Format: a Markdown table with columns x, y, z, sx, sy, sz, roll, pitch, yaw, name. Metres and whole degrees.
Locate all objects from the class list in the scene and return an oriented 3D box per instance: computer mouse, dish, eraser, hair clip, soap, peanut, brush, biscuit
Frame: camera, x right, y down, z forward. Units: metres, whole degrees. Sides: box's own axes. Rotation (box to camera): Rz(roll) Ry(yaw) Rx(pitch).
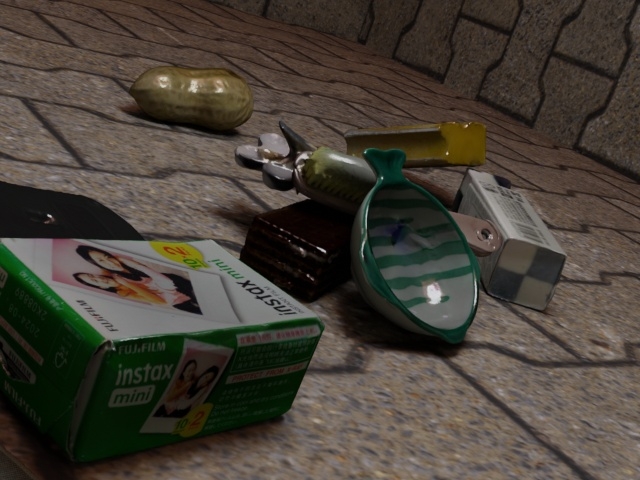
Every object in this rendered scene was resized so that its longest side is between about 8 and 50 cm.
| x | y | z | sx | sy | sz | roll | pitch | yaw | name |
| --- | --- | --- | --- | --- | --- | --- | --- | --- | --- |
| -0.271 | 0.011 | 0.818 | 0.137 | 0.086 | 0.269 | 42 | 19 | 31 | computer mouse |
| 0.092 | 0.017 | 1.096 | 0.224 | 0.078 | 0.246 | -5 | 70 | -48 | dish |
| 0.287 | -0.016 | 1.476 | 0.098 | 0.096 | 0.404 | 17 | 17 | -5 | eraser |
| 0.011 | -0.094 | 1.242 | 0.257 | 0.075 | 0.146 | 20 | 18 | -21 | hair clip |
| 0.190 | -0.173 | 1.706 | 0.257 | 0.080 | 0.160 | 2 | 5 | 35 | soap |
| -0.219 | -0.252 | 1.616 | 0.236 | 0.110 | 0.120 | 2 | 38 | -40 | peanut |
| 0.112 | -0.047 | 1.179 | 0.312 | 0.072 | 0.067 | 20 | -27 | -20 | brush |
| 0.000 | 0.000 | 1.165 | 0.106 | 0.070 | 0.252 | 26 | 19 | 16 | biscuit |

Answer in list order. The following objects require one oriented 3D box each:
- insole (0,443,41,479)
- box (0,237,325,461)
| x | y | z | sx | sy | sz | roll | pitch | yaw | name |
| --- | --- | --- | --- | --- | --- | --- | --- | --- | --- |
| -0.185 | 0.170 | 0.572 | 0.232 | 0.003 | 0.080 | 32 | 21 | 34 | insole |
| -0.137 | 0.074 | 0.750 | 0.180 | 0.103 | 0.250 | 33 | 22 | 34 | box |
